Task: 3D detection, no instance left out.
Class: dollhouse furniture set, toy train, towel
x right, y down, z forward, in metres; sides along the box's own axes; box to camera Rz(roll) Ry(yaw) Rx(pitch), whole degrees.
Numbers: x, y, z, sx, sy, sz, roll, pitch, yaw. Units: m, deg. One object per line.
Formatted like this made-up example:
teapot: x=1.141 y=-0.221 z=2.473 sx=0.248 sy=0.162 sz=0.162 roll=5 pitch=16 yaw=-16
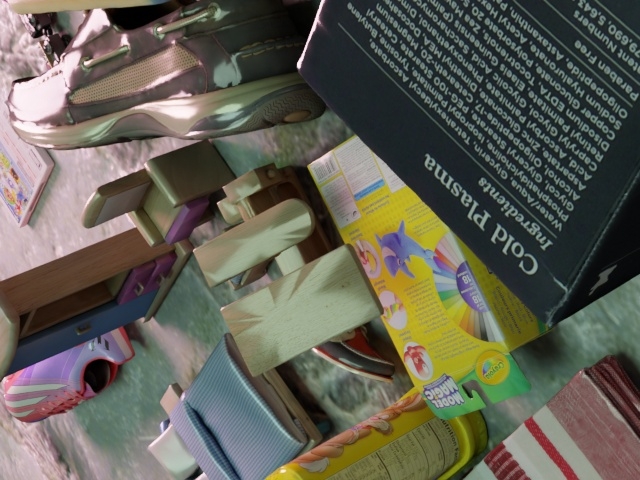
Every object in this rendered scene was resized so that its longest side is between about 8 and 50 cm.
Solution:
dollhouse furniture set: x=0.000 y=0.000 z=1.283 sx=0.123 sy=0.151 sz=0.144 roll=-28 pitch=87 yaw=31
dollhouse furniture set: x=-0.137 y=0.132 z=1.461 sx=0.303 sy=0.198 sz=0.286 roll=54 pitch=143 yaw=15
toy train: x=-0.247 y=-0.168 z=1.573 sx=0.158 sy=0.027 sz=0.036 roll=61 pitch=148 yaw=8
towel: x=0.201 y=0.249 z=1.237 sx=0.237 sy=0.037 sz=0.329 roll=54 pitch=145 yaw=13

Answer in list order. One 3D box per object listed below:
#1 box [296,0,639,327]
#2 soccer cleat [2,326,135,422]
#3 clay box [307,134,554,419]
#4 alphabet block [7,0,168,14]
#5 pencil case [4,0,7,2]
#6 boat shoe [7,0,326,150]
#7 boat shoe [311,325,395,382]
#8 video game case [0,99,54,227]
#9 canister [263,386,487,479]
box: x=0.202 y=-0.177 z=0.719 sx=0.179 sy=0.343 sz=0.312 roll=47 pitch=140 yaw=22
soccer cleat: x=-0.264 y=0.143 z=1.736 sx=0.095 sy=0.083 sz=0.248 roll=51 pitch=140 yaw=12
clay box: x=0.086 y=0.016 z=1.231 sx=0.127 sy=0.053 sz=0.222 roll=-29 pitch=88 yaw=56
alphabet block: x=-0.127 y=-0.281 z=1.215 sx=0.197 sy=0.192 sz=0.193 roll=7 pitch=113 yaw=51
pencil case: x=-0.219 y=-0.262 z=1.423 sx=0.236 sy=0.104 sz=0.104 roll=-8 pitch=103 yaw=53
boat shoe: x=-0.135 y=-0.149 z=1.376 sx=0.355 sy=0.132 sz=0.130 roll=-1 pitch=99 yaw=43
boat shoe: x=0.012 y=0.077 z=1.370 sx=0.137 sy=0.049 sz=0.043 roll=28 pitch=91 yaw=41
video game case: x=-0.317 y=-0.079 z=1.729 sx=0.087 sy=0.011 sz=0.122 roll=55 pitch=143 yaw=14
canister: x=0.032 y=0.183 z=1.295 sx=0.073 sy=0.170 sz=0.126 roll=56 pitch=143 yaw=12
